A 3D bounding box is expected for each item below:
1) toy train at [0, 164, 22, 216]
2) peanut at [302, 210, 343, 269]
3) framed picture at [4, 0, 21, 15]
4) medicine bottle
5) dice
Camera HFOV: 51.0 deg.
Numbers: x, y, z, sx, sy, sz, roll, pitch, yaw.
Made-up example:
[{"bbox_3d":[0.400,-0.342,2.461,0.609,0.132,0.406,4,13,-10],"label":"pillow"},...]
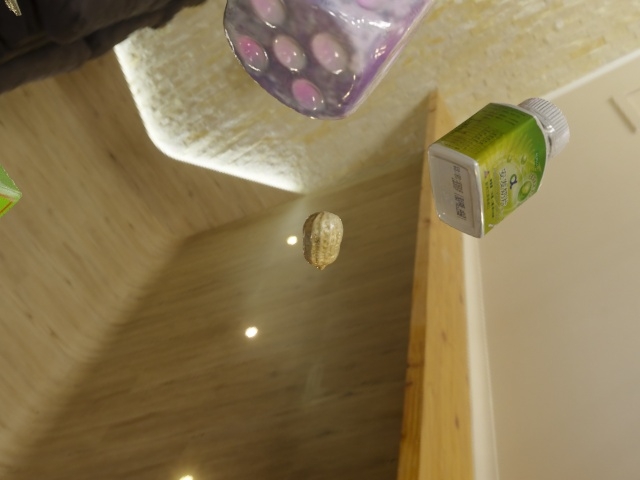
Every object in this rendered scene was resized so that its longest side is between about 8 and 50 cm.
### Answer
[{"bbox_3d":[-0.625,-0.053,0.974,0.307,0.173,0.249,-42,164,3],"label":"toy train"},{"bbox_3d":[0.000,0.000,1.453,0.083,0.093,0.194,-33,161,-21],"label":"peanut"},{"bbox_3d":[-0.477,-0.473,0.905,0.017,0.274,0.217,-20,173,-16],"label":"framed picture"},{"bbox_3d":[0.240,-0.110,0.898,0.188,0.132,0.088,-36,-138,-22],"label":"medicine bottle"},{"bbox_3d":[0.019,-0.389,1.121,0.270,0.271,0.270,-54,-178,-28],"label":"dice"}]
